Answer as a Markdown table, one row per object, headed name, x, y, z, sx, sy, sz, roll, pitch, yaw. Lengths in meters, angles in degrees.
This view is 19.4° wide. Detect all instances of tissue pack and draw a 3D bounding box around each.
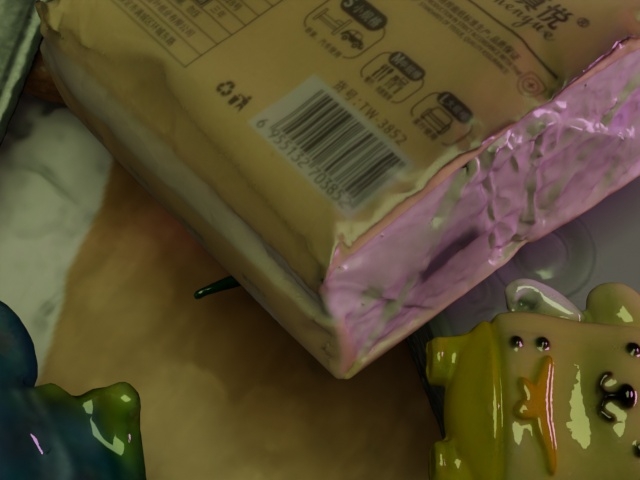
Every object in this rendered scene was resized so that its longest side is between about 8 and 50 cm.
| name | x | y | z | sx | sy | sz | roll | pitch | yaw |
| --- | --- | --- | --- | --- | --- | --- | --- | --- | --- |
| tissue pack | 0.010 | -0.072 | 0.754 | 0.186 | 0.090 | 0.222 | -36 | 50 | -16 |

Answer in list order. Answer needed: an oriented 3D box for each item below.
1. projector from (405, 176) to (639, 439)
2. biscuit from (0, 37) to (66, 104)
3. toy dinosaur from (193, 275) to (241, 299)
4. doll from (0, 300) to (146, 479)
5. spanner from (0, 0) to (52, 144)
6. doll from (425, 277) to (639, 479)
| name | x | y | z | sx | sy | sz | roll | pitch | yaw |
| --- | --- | --- | --- | --- | --- | --- | --- | --- | --- |
| projector | 0.155 | 0.085 | 0.771 | 0.192 | 0.099 | 0.257 | -18 | 69 | -7 |
| biscuit | -0.009 | -0.121 | 0.875 | 0.323 | 0.049 | 0.205 | -5 | 67 | -4 |
| toy dinosaur | 0.001 | 0.000 | 0.819 | 0.119 | 0.060 | 0.029 | -12 | 64 | -9 |
| doll | -0.171 | 0.170 | 0.695 | 0.346 | 0.099 | 0.341 | 18 | 56 | -7 |
| spanner | -0.151 | -0.058 | 0.825 | 0.071 | 0.017 | 0.302 | 16 | 82 | 6 |
| doll | 0.120 | 0.064 | 0.692 | 0.162 | 0.062 | 0.106 | 0 | 72 | -2 |
